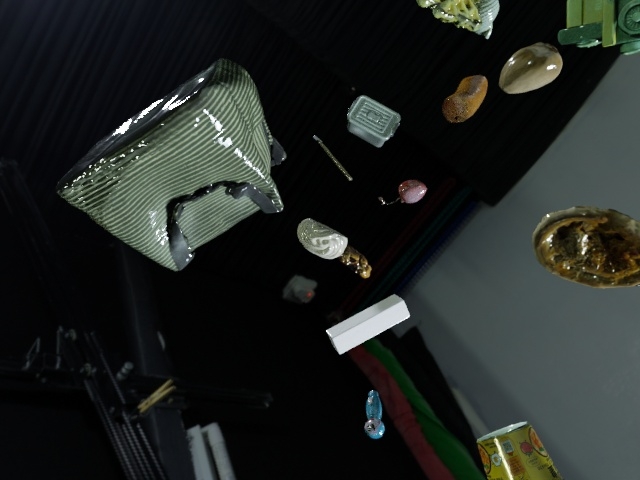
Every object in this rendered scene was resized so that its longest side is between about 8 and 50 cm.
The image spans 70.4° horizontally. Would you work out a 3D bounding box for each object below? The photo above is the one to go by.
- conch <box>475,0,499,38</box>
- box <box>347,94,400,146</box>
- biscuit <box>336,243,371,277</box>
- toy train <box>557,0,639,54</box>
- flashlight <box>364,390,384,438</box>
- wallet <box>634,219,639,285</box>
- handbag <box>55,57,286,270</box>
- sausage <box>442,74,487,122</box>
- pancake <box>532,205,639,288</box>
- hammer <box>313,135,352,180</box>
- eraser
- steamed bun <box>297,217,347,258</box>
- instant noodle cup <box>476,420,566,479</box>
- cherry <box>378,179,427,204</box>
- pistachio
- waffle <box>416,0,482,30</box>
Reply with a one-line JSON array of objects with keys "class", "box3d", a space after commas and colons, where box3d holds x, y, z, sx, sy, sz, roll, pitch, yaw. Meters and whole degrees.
[{"class": "conch", "box3d": [0.742, -1.051, 2.115, 0.131, 0.199, 0.172, -8, -153, -19]}, {"class": "box", "box3d": [0.247, -0.566, 2.192, 0.244, 0.163, 0.135, 29, 165, 3]}, {"class": "biscuit", "box3d": [0.082, 0.037, 1.929, 0.334, 0.081, 0.289, 36, 179, 2]}, {"class": "toy train", "box3d": [0.804, -0.713, 1.254, 0.253, 0.396, 0.160, 7, -155, 42]}, {"class": "flashlight", "box3d": [0.140, 0.456, 1.191, 0.051, 0.051, 0.129, 33, -152, -15]}, {"class": "wallet", "box3d": [1.028, 0.039, 1.481, 0.110, 0.198, 0.031, 26, 179, 12]}, {"class": "handbag", "box3d": [-0.222, -0.120, 0.771, 0.240, 0.341, 0.247, 51, -163, -32]}, {"class": "sausage", "box3d": [0.495, -0.482, 1.532, 0.109, 0.109, 0.270, 38, -130, 1]}, {"class": "pancake", "box3d": [0.828, 0.027, 1.376, 0.356, 0.356, 0.065, 37, -124, -1]}, {"class": "hammer", "box3d": [0.042, -0.277, 1.526, 0.198, 0.013, 0.062, 53, -167, 17]}, {"class": "eraser", "box3d": [0.175, 0.306, 1.674, 0.076, 0.298, 0.078, 67, 170, -17]}, {"class": "steamed bun", "box3d": [0.000, 0.000, 1.565, 0.183, 0.106, 0.183, 26, -174, -3]}, {"class": "instant noodle cup", "box3d": [0.472, 0.534, 1.101, 0.182, 0.182, 0.144, 16, -131, -55]}, {"class": "cherry", "box3d": [0.344, -0.198, 1.927, 0.107, 0.226, 0.090, 27, -125, -54]}, {"class": "pistachio", "box3d": [0.576, -0.473, 1.259, 0.126, 0.108, 0.185, 38, 158, -19]}, {"class": "waffle", "box3d": [0.323, -0.712, 1.191, 0.298, 0.316, 0.073, 11, 163, -32]}]
